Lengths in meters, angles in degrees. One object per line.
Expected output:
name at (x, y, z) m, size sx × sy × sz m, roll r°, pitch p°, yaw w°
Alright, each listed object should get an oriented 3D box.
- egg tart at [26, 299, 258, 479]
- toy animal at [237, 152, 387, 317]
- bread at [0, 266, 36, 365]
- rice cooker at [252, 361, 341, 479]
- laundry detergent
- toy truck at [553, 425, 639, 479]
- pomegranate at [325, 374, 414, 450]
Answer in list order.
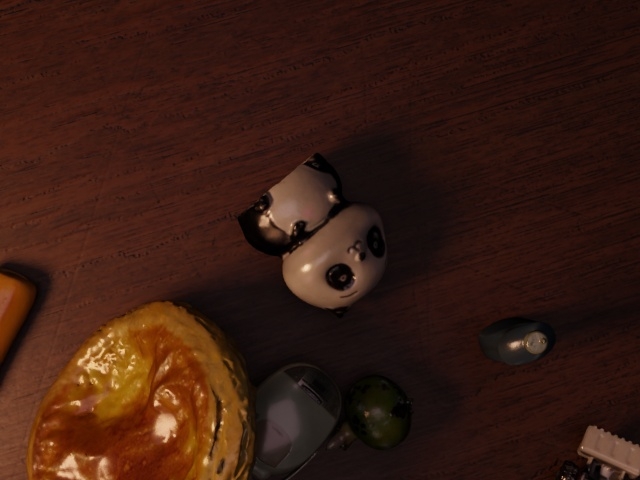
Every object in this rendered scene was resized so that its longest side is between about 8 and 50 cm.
egg tart at (-0.246, 0.315, 1.693) m, size 0.443 × 0.178 × 0.443 m, roll -14°, pitch 64°, yaw 30°
toy animal at (0.000, -0.005, 1.777) m, size 0.187 × 0.165 × 0.235 m, roll -41°, pitch 88°, yaw -21°
bread at (-0.535, 0.160, 1.783) m, size 0.092 × 0.074 × 0.239 m, roll 25°, pitch 87°, yaw -7°
rice cooker at (-0.059, 0.285, 1.784) m, size 0.145 × 0.127 × 0.206 m, roll 43°, pitch 89°, yaw 0°
laundry detergent at (0.313, 0.157, 1.771) m, size 0.096 × 0.206 × 0.061 m, roll -17°, pitch 89°, yaw -6°
toy truck at (0.425, 0.447, 1.816) m, size 0.136 × 0.111 × 0.286 m, roll 23°, pitch 84°, yaw 13°
pomegranate at (0.076, 0.285, 1.798) m, size 0.161 × 0.122 × 0.122 m, roll -35°, pitch 90°, yaw 5°
